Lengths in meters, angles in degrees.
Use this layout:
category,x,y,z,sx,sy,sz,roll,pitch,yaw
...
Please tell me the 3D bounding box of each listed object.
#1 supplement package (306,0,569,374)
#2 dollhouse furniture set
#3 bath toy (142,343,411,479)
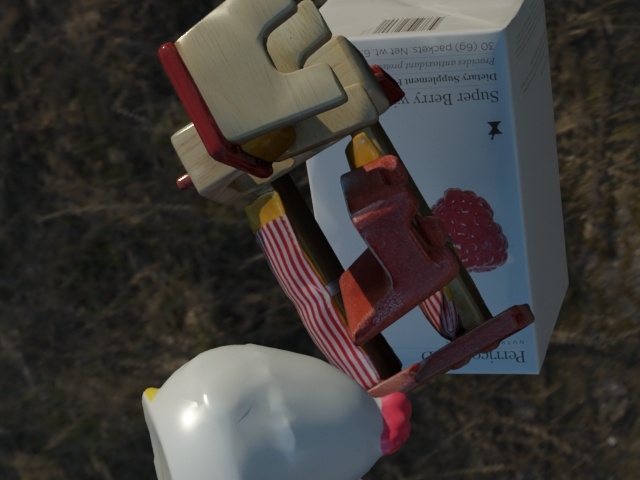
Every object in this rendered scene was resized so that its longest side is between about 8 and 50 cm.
category,x,y,z,sx,sy,sz,roll,pitch,yaw
supplement package,0.098,-0.055,1.310,0.177,0.175,0.293,-2,114,18
dollhouse furniture set,0.000,0.000,0.937,0.152,0.374,0.201,-31,81,9
bath toy,-0.013,0.186,0.845,0.151,0.129,0.348,-118,18,-48
